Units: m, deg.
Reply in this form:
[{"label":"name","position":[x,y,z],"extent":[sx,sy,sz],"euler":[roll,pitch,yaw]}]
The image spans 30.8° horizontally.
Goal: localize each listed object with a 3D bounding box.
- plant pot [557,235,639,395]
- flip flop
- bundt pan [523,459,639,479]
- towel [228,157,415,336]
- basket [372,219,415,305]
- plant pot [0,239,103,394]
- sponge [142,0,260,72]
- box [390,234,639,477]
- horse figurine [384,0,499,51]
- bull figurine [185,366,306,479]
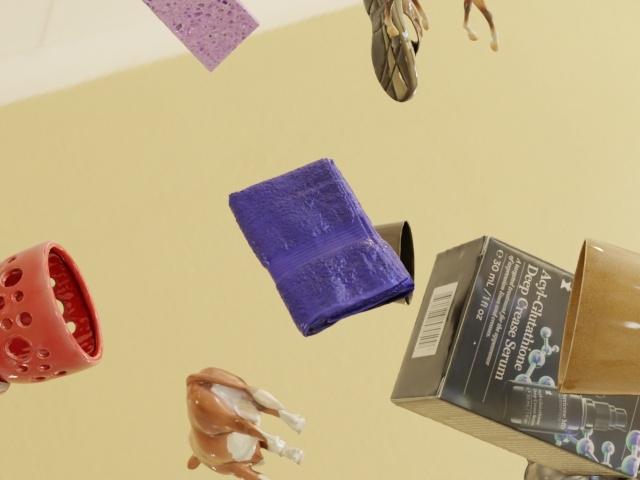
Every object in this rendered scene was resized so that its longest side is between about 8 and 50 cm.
[{"label":"plant pot","position":[0.494,0.131,1.707],"extent":[0.254,0.237,0.237],"euler":[10,-11,10]},{"label":"flip flop","position":[0.134,-0.372,2.012],"extent":[0.080,0.277,0.112],"euler":[-1,-24,-24]},{"label":"bundt pan","position":[0.600,0.485,2.454],"extent":[0.330,0.331,0.124],"euler":[-29,-25,-12]},{"label":"towel","position":[0.000,0.000,2.031],"extent":[0.227,0.308,0.076],"euler":[-21,-28,-22]},{"label":"basket","position":[0.089,0.051,2.644],"extent":[0.226,0.204,0.154],"euler":[0,27,17]},{"label":"plant pot","position":[-0.421,0.114,1.640],"extent":[0.174,0.191,0.191],"euler":[-19,-14,6]},{"label":"sponge","position":[-0.208,-0.387,1.889],"extent":[0.117,0.210,0.031],"euler":[-41,22,10]},{"label":"box","position":[0.370,0.212,2.030],"extent":[0.212,0.395,0.294],"euler":[-26,43,68]},{"label":"horse figurine","position":[0.165,-0.363,1.615],"extent":[0.066,0.263,0.174],"euler":[-38,-48,-39]},{"label":"bull figurine","position":[-0.119,0.283,1.677],"extent":[0.310,0.188,0.101],"euler":[87,-152,-61]}]
